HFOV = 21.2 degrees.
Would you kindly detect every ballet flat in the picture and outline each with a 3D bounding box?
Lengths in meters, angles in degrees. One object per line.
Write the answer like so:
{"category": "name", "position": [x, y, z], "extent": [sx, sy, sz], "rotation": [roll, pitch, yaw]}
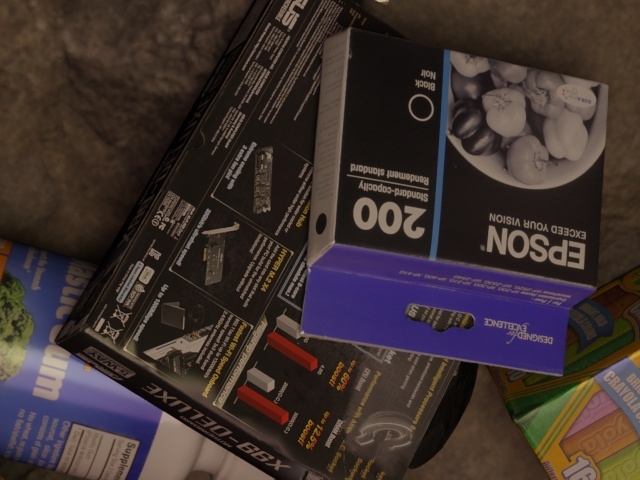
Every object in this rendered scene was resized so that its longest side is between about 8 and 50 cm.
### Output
{"category": "ballet flat", "position": [0.091, 0.095, 1.319], "extent": [0.057, 0.049, 0.173], "rotation": [-4, 115, -51]}

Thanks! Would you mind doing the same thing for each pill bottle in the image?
{"category": "pill bottle", "position": [-0.156, 0.096, 1.234], "extent": [0.272, 0.152, 0.152], "rotation": [15, 105, -9]}

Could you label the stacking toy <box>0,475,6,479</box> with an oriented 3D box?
{"category": "stacking toy", "position": [-0.269, 0.252, 1.141], "extent": [0.350, 0.351, 0.480], "rotation": [-17, 115, 0]}

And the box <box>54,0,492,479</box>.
{"category": "box", "position": [0.000, 0.000, 1.183], "extent": [0.242, 0.076, 0.307], "rotation": [33, 70, -14]}

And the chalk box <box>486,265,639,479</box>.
{"category": "chalk box", "position": [0.252, 0.107, 1.284], "extent": [0.213, 0.132, 0.132], "rotation": [-31, 107, 4]}

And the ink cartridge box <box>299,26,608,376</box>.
{"category": "ink cartridge box", "position": [0.094, -0.024, 1.161], "extent": [0.206, 0.045, 0.208], "rotation": [9, 78, -22]}

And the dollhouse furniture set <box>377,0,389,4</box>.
{"category": "dollhouse furniture set", "position": [0.003, -0.263, 1.154], "extent": [0.144, 0.123, 0.151], "rotation": [21, 104, -11]}
